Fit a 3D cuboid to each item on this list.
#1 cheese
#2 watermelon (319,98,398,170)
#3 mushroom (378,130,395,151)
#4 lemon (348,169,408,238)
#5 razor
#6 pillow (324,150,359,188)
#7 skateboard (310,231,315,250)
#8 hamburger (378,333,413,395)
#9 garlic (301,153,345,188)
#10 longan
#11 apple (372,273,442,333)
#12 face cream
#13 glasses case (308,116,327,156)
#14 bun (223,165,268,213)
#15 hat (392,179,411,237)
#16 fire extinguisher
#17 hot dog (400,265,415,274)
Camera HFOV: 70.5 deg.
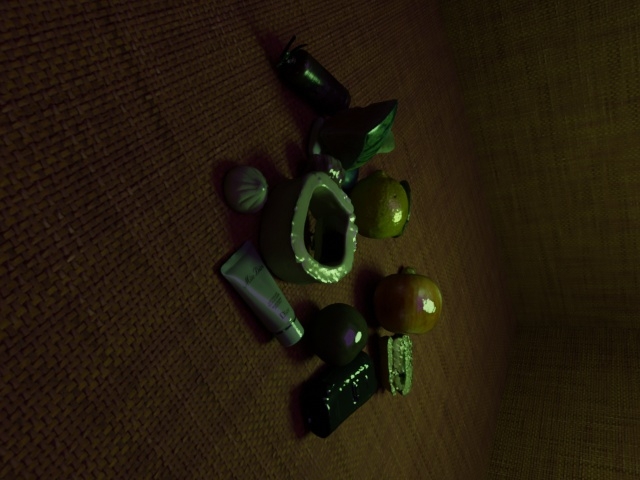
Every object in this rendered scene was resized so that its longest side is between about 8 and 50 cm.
[{"bbox_3d":[-0.029,-0.034,1.384,0.292,0.153,0.331,23,69,-43],"label":"cheese"},{"bbox_3d":[0.129,-0.381,1.533,0.201,0.261,0.212,35,55,-4],"label":"watermelon"},{"bbox_3d":[0.230,-0.408,1.889,0.312,0.081,0.099,-26,110,-58],"label":"mushroom"},{"bbox_3d":[0.213,-0.131,1.694,0.229,0.229,0.253,-4,87,-55],"label":"lemon"},{"bbox_3d":[0.072,0.506,1.520,0.327,0.107,0.189,-19,102,-53],"label":"razor"},{"bbox_3d":[0.080,-0.304,1.644,0.214,0.086,0.233,43,52,-50],"label":"pillow"},{"bbox_3d":[0.000,0.000,1.553,0.083,0.032,0.063,-11,105,-53],"label":"skateboard"},{"bbox_3d":[0.303,0.495,1.835,0.124,0.131,0.261,-6,97,-21],"label":"hamburger"},{"bbox_3d":[0.012,-0.208,1.499,0.102,0.148,0.159,-112,-165,-45],"label":"garlic"},{"bbox_3d":[0.058,0.302,1.463,0.212,0.198,0.197,-40,118,-41],"label":"longan"},{"bbox_3d":[0.341,0.254,1.803,0.286,0.286,0.232,19,70,-53],"label":"apple"},{"bbox_3d":[-0.158,0.161,1.272,0.314,0.089,0.143,57,42,-18],"label":"face cream"},{"bbox_3d":[-0.007,-0.352,1.569,0.063,0.041,0.164,42,53,-52],"label":"glasses case"},{"bbox_3d":[-0.190,-0.143,1.241,0.138,0.094,0.138,11,76,-51],"label":"bun"},{"bbox_3d":[0.281,-0.137,1.886,0.110,0.252,0.251,8,75,-11],"label":"hat"},{"bbox_3d":[-0.023,-0.536,1.492,0.337,0.136,0.114,21,44,-51],"label":"fire extinguisher"},{"bbox_3d":[0.381,0.225,2.031,0.109,0.072,0.269,57,42,-31],"label":"hot dog"}]
